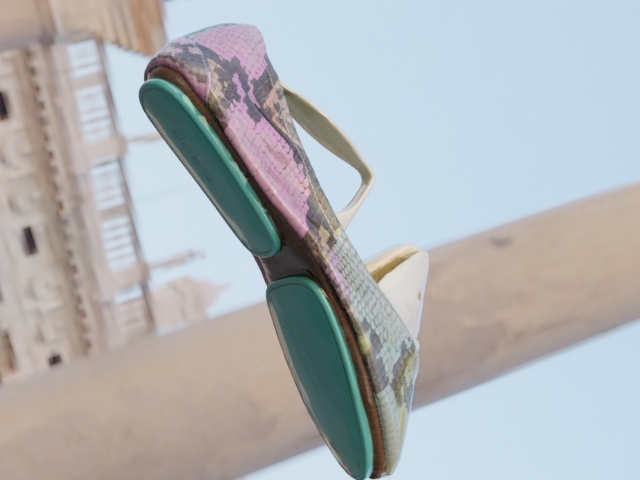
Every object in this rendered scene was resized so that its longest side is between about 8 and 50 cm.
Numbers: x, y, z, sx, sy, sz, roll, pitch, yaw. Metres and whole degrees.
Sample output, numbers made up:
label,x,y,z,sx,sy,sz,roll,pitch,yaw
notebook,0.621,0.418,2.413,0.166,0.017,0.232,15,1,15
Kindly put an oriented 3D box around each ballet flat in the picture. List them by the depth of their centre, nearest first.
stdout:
label,x,y,z,sx,sy,sz,roll,pitch,yaw
ballet flat,0.000,0.000,0.763,0.221,0.079,0.077,61,-25,-9
